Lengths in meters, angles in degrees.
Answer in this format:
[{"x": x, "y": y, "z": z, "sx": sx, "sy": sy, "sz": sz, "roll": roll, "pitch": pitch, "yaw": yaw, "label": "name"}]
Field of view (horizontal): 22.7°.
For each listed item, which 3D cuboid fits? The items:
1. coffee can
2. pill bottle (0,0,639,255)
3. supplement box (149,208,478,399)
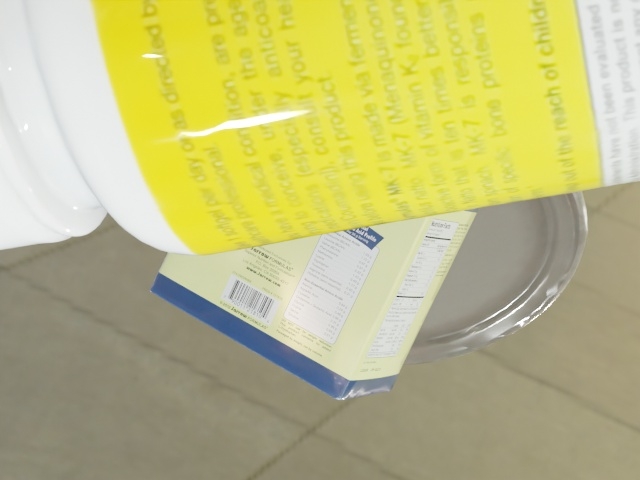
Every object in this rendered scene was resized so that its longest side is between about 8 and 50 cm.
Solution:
[{"x": 0.041, "y": -0.092, "z": 0.974, "sx": 0.201, "sy": 0.201, "sz": 0.275, "roll": 13, "pitch": 43, "yaw": -16, "label": "coffee can"}, {"x": 0.005, "y": -0.061, "z": 0.355, "sx": 0.208, "sy": 0.119, "sz": 0.119, "roll": -10, "pitch": 18, "yaw": 10, "label": "pill bottle"}, {"x": 0.000, "y": 0.000, "z": 0.570, "sx": 0.083, "sy": 0.083, "sz": 0.056, "roll": 28, "pitch": 8, "yaw": 19, "label": "supplement box"}]
